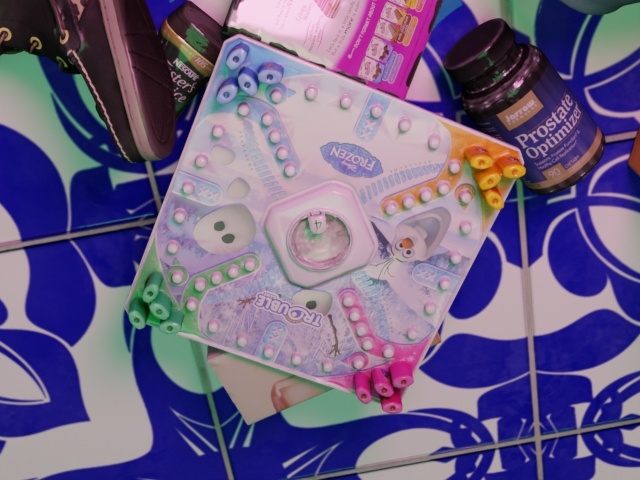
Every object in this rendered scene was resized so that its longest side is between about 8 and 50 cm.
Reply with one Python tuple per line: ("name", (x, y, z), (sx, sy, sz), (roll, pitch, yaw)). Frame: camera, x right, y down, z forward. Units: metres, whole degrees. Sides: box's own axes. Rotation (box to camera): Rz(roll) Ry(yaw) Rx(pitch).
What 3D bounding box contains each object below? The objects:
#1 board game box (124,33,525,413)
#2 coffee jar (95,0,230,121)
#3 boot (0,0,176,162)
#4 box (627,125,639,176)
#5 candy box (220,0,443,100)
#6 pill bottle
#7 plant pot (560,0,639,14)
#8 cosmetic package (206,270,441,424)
("board game box", (0.000, 0.000, 1.155), (0.390, 0.050, 0.389), (20, 109, -11))
("coffee jar", (-0.191, -0.206, 1.176), (0.096, 0.079, 0.184), (38, 107, -20))
("boot", (-0.344, -0.231, 1.075), (0.284, 0.138, 0.377), (-20, 91, 8))
("box", (0.538, -0.117, 1.133), (0.168, 0.345, 0.215), (6, 115, -8))
("candy box", (0.017, -0.282, 1.134), (0.234, 0.071, 0.159), (21, 91, -15))
("pill bottle", (0.259, -0.173, 1.206), (0.123, 0.123, 0.219), (-39, 113, 14))
("plant pot", (0.344, -0.365, 0.951), (0.272, 0.271, 0.255), (35, 150, -19))
("cosmetic package", (0.002, 0.119, 1.313), (0.296, 0.153, 0.129), (-23, 114, 8))
